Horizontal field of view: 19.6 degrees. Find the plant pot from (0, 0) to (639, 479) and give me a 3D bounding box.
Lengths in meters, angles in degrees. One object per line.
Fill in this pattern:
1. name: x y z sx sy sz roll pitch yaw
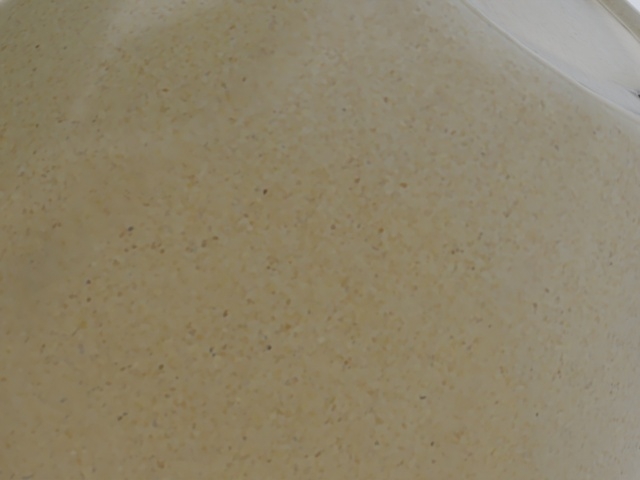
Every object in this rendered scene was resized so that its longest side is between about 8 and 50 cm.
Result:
1. plant pot: 0.000 0.000 0.515 0.284 0.284 0.191 35 -67 -5
